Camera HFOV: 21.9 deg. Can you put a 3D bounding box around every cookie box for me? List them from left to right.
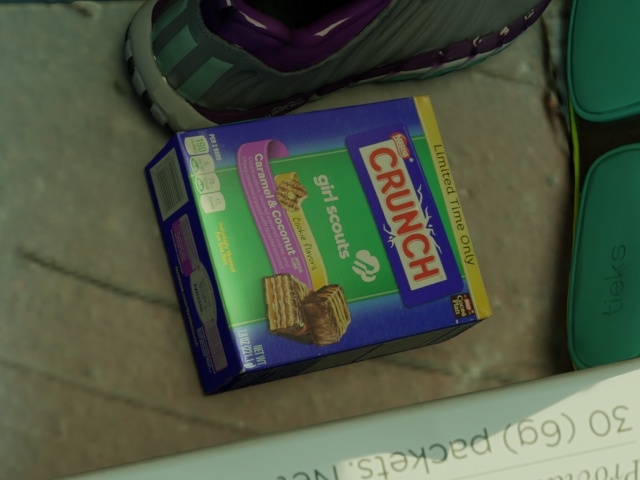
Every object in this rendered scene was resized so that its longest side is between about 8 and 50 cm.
[{"bbox_3d":[0.000,0.000,0.614,0.107,0.040,0.092,-11,80,-28],"label":"cookie box"}]

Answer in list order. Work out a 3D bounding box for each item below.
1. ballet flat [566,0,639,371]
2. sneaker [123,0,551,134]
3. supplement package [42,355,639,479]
[{"bbox_3d":[0.144,-0.039,0.684,0.077,0.077,0.231,21,69,-41],"label":"ballet flat"},{"bbox_3d":[0.037,-0.104,0.629,0.223,0.098,0.083,-30,89,-29],"label":"sneaker"},{"bbox_3d":[0.018,0.196,0.412,0.177,0.175,0.293,-11,79,-6],"label":"supplement package"}]
